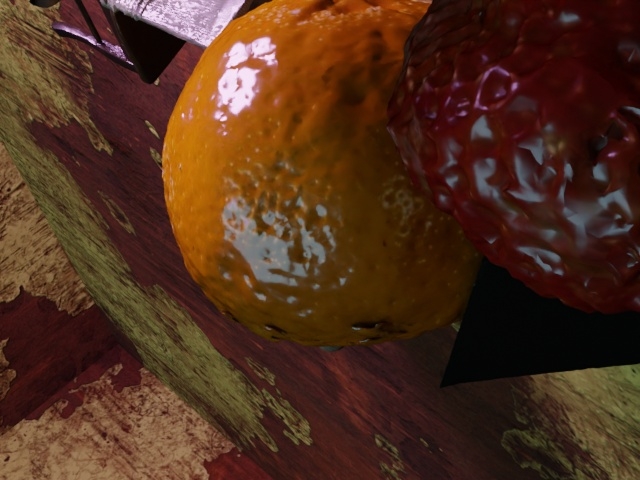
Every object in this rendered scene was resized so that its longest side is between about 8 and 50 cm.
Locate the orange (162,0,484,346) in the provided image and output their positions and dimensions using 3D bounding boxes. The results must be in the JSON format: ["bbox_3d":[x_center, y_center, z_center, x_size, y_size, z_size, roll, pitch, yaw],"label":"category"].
[{"bbox_3d":[0.029,-0.072,1.183,0.340,0.341,0.293,21,122,56],"label":"orange"}]

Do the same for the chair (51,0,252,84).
[{"bbox_3d":[-0.166,-0.273,1.479,0.319,0.160,0.186,26,160,26],"label":"chair"}]

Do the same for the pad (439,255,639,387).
[{"bbox_3d":[0.236,0.043,1.099,0.367,0.248,0.007,94,168,-65],"label":"pad"}]

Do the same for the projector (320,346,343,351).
[{"bbox_3d":[0.000,0.000,1.626,0.177,0.163,0.242,42,162,21],"label":"projector"}]

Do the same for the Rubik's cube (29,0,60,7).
[{"bbox_3d":[-0.165,-0.436,0.917,0.346,0.344,0.347,48,160,6],"label":"Rubik's cube"}]

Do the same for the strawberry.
[{"bbox_3d":[0.191,-0.108,0.832,0.351,0.312,0.267,-124,29,-51],"label":"strawberry"}]
